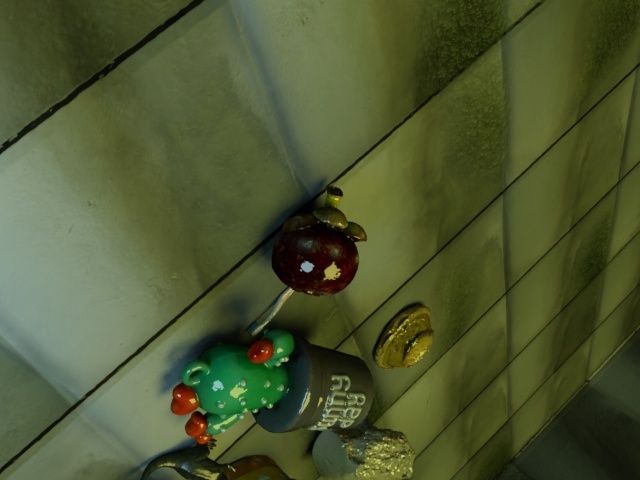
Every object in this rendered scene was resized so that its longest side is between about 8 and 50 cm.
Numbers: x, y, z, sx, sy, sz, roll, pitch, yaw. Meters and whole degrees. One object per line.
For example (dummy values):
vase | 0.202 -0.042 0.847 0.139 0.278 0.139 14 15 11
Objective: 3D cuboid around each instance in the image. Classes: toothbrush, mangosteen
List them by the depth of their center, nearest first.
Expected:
mangosteen | -0.008 0.007 1.477 0.156 0.181 0.146 17 154 -40
toothbrush | -0.060 0.102 1.598 0.204 0.022 0.017 -45 145 -9

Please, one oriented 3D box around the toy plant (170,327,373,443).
toy plant | -0.087 0.255 1.572 0.400 0.185 0.279 14 149 -38

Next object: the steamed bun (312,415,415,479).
steamed bun | 0.099 0.508 2.103 0.226 0.200 0.170 18 69 -56

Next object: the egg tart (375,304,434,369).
egg tart | 0.212 0.243 2.061 0.191 0.074 0.191 -36 149 -26

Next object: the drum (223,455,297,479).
drum | -0.187 0.701 1.897 0.431 0.214 0.431 -33 146 -26

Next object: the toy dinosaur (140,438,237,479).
toy dinosaur | -0.231 0.452 1.629 0.087 0.187 0.179 -60 175 13
